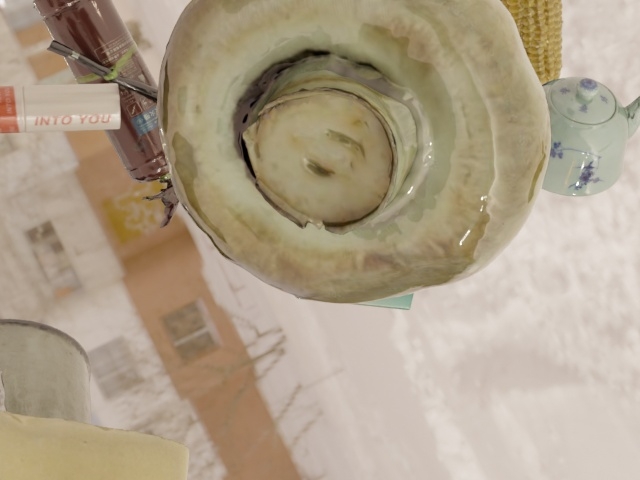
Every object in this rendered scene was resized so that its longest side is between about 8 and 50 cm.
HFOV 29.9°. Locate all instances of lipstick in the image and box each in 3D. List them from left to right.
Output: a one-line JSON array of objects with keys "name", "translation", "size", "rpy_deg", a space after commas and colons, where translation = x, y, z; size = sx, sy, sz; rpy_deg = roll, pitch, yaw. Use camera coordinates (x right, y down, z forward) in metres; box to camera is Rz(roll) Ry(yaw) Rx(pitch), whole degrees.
[{"name": "lipstick", "translation": [-0.228, -0.106, 0.964], "size": [0.038, 0.131, 0.038], "rpy_deg": [176, 90, -77]}]

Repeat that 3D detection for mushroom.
[{"name": "mushroom", "translation": [0.024, -0.101, 1.053], "size": [0.352, 0.352, 0.260], "rpy_deg": [66, -156, -11]}]

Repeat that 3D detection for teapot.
[{"name": "teapot", "translation": [0.321, -0.149, 1.535], "size": [0.159, 0.232, 0.158], "rpy_deg": [169, 90, -75]}]

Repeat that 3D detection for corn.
[{"name": "corn", "translation": [0.319, -0.368, 1.898], "size": [0.130, 0.130, 0.346], "rpy_deg": [-127, 23, -56]}]

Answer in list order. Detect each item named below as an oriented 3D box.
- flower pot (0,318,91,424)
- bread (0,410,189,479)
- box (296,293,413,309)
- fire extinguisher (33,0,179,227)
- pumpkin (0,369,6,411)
[{"name": "flower pot", "translation": [-0.500, 0.333, 1.893], "size": [0.293, 0.294, 0.330], "rpy_deg": [72, -178, -47]}, {"name": "bread", "translation": [-0.128, 0.167, 0.530], "size": [0.060, 0.140, 0.178], "rpy_deg": [-21, 58, 51]}, {"name": "box", "translation": [0.000, 0.000, 1.441], "size": [0.245, 0.153, 0.092], "rpy_deg": [34, 113, 61]}, {"name": "fire extinguisher", "translation": [-0.266, -0.184, 1.606], "size": [0.105, 0.141, 0.341], "rpy_deg": [-12, 113, 40]}, {"name": "pumpkin", "translation": [-0.453, 0.167, 1.060], "size": [0.257, 0.328, 0.291], "rpy_deg": [107, 156, -82]}]
